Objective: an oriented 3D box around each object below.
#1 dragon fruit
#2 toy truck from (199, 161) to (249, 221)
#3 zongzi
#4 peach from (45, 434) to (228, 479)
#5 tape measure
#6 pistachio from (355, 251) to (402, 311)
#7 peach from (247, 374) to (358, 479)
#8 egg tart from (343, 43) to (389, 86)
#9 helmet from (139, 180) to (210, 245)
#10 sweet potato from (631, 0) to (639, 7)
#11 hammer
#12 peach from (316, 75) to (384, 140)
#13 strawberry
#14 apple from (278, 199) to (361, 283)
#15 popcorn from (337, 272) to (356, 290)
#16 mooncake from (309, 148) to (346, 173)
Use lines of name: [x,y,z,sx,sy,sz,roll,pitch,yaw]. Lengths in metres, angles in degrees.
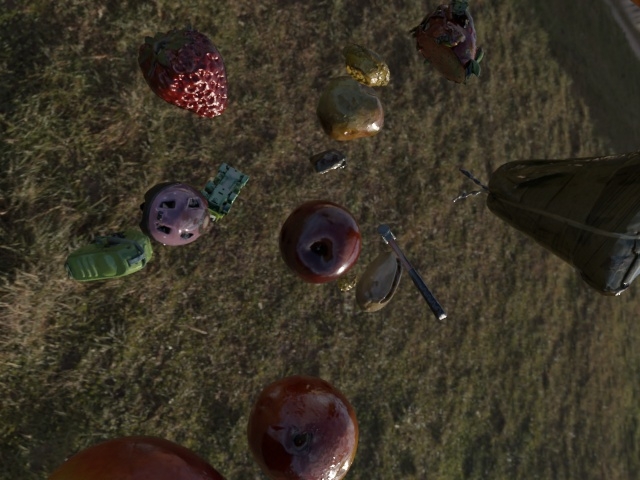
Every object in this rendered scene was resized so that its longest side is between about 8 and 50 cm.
dragon fruit: [0.233,-0.371,0.932,0.138,0.142,0.174,100,8,-81]
toy truck: [-0.384,-0.178,1.958,0.129,0.135,0.259,28,49,-7]
zongzi: [0.613,-0.185,1.201,0.218,0.500,0.466,-21,139,-37]
peach: [-0.286,0.516,0.826,0.388,0.389,0.387,10,78,-53]
tape measure: [-0.479,0.029,1.202,0.154,0.178,0.087,-75,159,-67]
pistachio: [0.197,0.141,1.723,0.126,0.152,0.223,39,80,-34]
peach: [-0.037,0.430,1.128,0.281,0.238,0.280,-25,90,-85]
egg tart: [0.098,-0.386,1.152,0.049,0.129,0.129,-54,133,-7]
helmet: [-0.409,-0.073,1.510,0.253,0.154,0.198,6,98,-55]
sweet potato: [0.723,-0.471,0.992,0.360,0.112,0.112,10,73,-9]
hammer: [0.236,0.081,1.320,0.287,0.033,0.111,57,6,6]
peach: [0.105,-0.435,1.722,0.214,0.236,0.214,-59,169,-19]
strawberry: [-0.483,-0.587,1.874,0.345,0.318,0.295,68,38,-49]
apple: [0.000,0.000,1.336,0.201,0.219,0.218,-76,155,-81]
popcorn: [0.106,0.164,2.001,0.082,0.083,0.057,26,36,-63]
mooncake: [0.028,-0.312,1.986,0.130,0.125,0.073,-21,112,-9]
